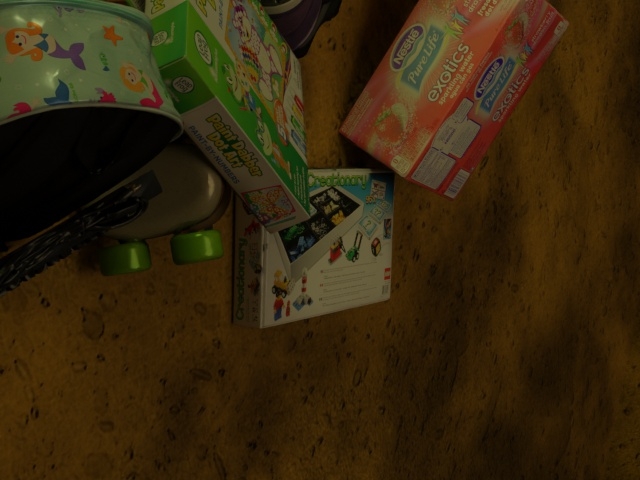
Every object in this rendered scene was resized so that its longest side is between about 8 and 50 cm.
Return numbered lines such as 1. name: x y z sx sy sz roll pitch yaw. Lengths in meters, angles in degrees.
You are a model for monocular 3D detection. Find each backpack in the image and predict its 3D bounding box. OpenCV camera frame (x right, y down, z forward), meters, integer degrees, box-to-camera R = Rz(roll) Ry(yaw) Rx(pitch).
1. backpack: -0.244 -0.106 0.784 0.225 0.253 0.191 -3 77 -54

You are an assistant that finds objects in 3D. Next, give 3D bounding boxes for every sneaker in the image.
1. sneaker: -0.008 -0.349 1.247 0.283 0.107 0.124 -59 153 -27

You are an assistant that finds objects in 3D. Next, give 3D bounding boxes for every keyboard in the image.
1. keyboard: -0.252 0.026 0.808 0.317 0.201 0.033 -38 101 -37

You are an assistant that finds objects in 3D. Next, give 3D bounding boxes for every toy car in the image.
1. toy car: -0.156 -0.052 1.053 0.188 0.148 0.155 -10 92 -79

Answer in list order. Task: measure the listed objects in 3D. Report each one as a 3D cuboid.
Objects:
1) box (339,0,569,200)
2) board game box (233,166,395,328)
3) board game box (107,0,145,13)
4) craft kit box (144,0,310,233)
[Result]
1. box: 0.183 -0.226 1.374 0.154 0.142 0.300 16 109 -54
2. board game box: 0.000 0.000 1.317 0.305 0.053 0.193 -6 100 -55
3. board game box: -0.130 -0.209 1.120 0.259 0.039 0.124 55 51 -39
4. craft kit box: -0.091 -0.175 1.016 0.247 0.060 0.250 48 28 -44
